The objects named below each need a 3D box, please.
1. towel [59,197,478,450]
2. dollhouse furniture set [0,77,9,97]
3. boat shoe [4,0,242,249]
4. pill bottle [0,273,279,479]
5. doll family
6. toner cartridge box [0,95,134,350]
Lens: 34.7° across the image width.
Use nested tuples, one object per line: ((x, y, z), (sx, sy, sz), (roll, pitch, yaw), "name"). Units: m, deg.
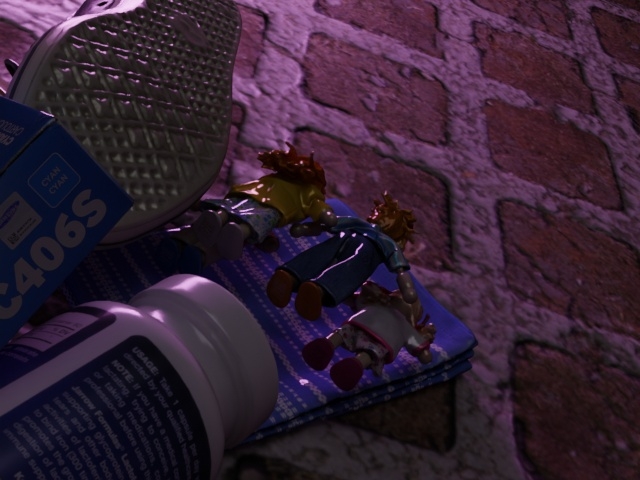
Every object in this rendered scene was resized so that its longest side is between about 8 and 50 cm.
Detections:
((-0.041, 0.058, 0.908), (0.336, 0.040, 0.243), (-11, 48, -39), "towel")
((-0.370, -0.120, 0.949), (0.144, 0.123, 0.151), (40, 4, 20), "dollhouse furniture set")
((-0.187, -0.128, 0.941), (0.187, 0.156, 0.500), (45, 24, -21), "boat shoe")
((-0.156, 0.129, 0.635), (0.153, 0.153, 0.265), (39, 43, 19), "pill bottle")
((0.000, 0.000, 0.879), (0.263, 0.118, 0.163), (33, 37, 17), "doll family")
((-0.277, -0.028, 0.656), (0.348, 0.075, 0.165), (21, 67, 47), "toner cartridge box")
